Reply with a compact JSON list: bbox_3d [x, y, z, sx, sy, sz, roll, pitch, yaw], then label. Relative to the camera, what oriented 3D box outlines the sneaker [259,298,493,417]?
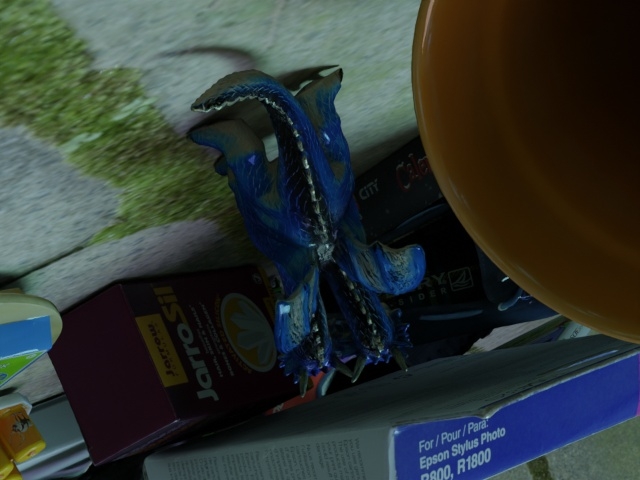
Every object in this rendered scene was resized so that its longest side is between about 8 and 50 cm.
[{"bbox_3d":[0.092,0.105,1.442,0.350,0.148,0.131,-20,140,-27],"label":"sneaker"}]

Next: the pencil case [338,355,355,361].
[{"bbox_3d":[0.079,0.034,1.351,0.206,0.088,0.086,-19,-151,-26],"label":"pencil case"}]

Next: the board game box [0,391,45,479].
[{"bbox_3d":[-0.436,0.299,1.239,0.390,0.050,0.390,-15,147,-42],"label":"board game box"}]

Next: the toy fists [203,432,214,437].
[{"bbox_3d":[-0.060,0.228,1.608,0.142,0.096,0.279,-3,120,-19],"label":"toy fists"}]

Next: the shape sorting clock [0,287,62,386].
[{"bbox_3d":[-0.250,0.079,0.921,0.206,0.040,0.206,-20,167,-5],"label":"shape sorting clock"}]

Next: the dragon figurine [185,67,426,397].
[{"bbox_3d":[0.000,0.000,0.797,0.085,0.144,0.289,-23,170,-6],"label":"dragon figurine"}]

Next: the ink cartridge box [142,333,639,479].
[{"bbox_3d":[0.099,0.127,1.103,0.324,0.071,0.330,-13,180,-43],"label":"ink cartridge box"}]

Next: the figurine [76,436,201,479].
[{"bbox_3d":[-0.153,0.195,1.448,0.209,0.092,0.215,-52,180,8],"label":"figurine"}]

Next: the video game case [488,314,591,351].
[{"bbox_3d":[0.135,0.151,1.426,0.212,0.023,0.193,-33,-172,47],"label":"video game case"}]

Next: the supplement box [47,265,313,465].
[{"bbox_3d":[-0.098,0.085,1.123,0.080,0.104,0.188,-29,169,27],"label":"supplement box"}]

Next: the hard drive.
[{"bbox_3d":[-0.325,0.228,1.507,0.233,0.047,0.353,-20,170,-19],"label":"hard drive"}]

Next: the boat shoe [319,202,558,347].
[{"bbox_3d":[0.111,0.016,1.000,0.258,0.109,0.089,-27,164,10],"label":"boat shoe"}]

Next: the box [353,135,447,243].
[{"bbox_3d":[0.139,-0.069,1.045,0.159,0.044,0.233,-13,165,-46],"label":"box"}]

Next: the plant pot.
[{"bbox_3d":[0.173,-0.085,0.681,0.205,0.205,0.188,-34,-178,43],"label":"plant pot"}]

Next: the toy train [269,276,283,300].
[{"bbox_3d":[-0.043,0.051,1.304,0.017,0.024,0.083,-21,170,-14],"label":"toy train"}]

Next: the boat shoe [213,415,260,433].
[{"bbox_3d":[-0.054,0.255,1.349,0.156,0.136,0.367,-56,-166,3],"label":"boat shoe"}]
